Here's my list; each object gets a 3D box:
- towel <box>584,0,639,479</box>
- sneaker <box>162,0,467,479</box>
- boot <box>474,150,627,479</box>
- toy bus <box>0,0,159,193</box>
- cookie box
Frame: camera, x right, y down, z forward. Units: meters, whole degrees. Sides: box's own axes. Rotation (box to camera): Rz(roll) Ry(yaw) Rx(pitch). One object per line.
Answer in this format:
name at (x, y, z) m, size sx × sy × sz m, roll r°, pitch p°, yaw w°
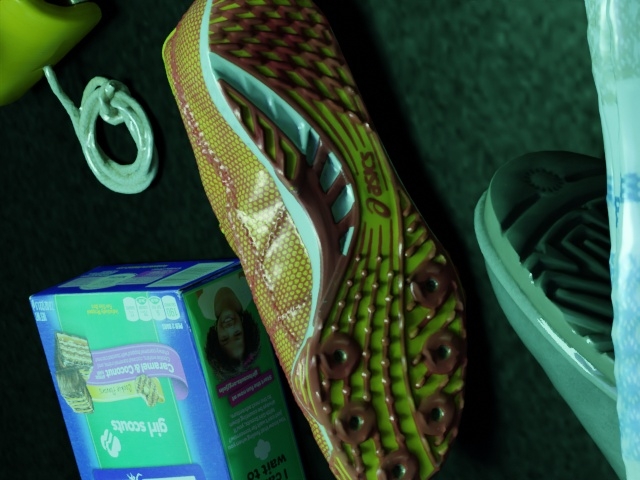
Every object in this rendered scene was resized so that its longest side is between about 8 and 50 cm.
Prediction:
towel at (0.157, -0.004, 0.419) m, size 0.209 × 0.034 × 0.285 m, roll 2°, pitch 106°, yaw 26°
sneaker at (0.000, 0.000, 0.631) m, size 0.067 × 0.064 × 0.175 m, roll -22°, pitch 85°, yaw 69°
boot at (0.083, 0.102, 0.576) m, size 0.189 × 0.076 × 0.208 m, roll 49°, pitch 141°, yaw 21°
toy bus at (-0.162, -0.117, 0.703) m, size 0.202 × 0.104 × 0.191 m, roll 26°, pitch 125°, yaw 37°
cookie box at (-0.054, 0.064, 0.718) m, size 0.092 × 0.040 × 0.107 m, roll -4°, pitch 105°, yaw 47°
